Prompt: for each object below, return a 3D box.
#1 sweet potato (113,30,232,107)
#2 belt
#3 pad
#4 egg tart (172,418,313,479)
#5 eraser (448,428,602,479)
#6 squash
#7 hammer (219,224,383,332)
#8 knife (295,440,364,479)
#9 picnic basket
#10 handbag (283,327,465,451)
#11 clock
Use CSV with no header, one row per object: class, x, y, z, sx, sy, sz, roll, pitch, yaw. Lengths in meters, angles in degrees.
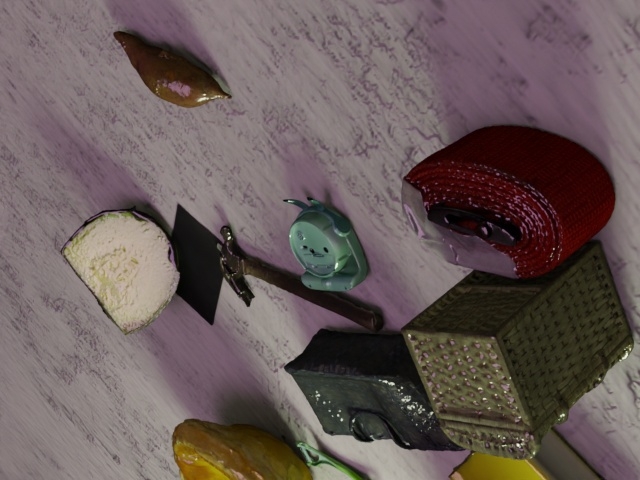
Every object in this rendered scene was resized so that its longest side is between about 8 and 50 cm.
sweet potato,-0.217,-0.227,1.439,0.226,0.068,0.068,32,138,29
belt,0.180,-0.037,1.093,0.201,0.124,0.128,15,126,41
pad,-0.194,0.041,1.669,0.116,0.004,0.193,41,142,20
egg tart,-0.105,0.397,1.737,0.319,0.128,0.319,35,145,29
eraser,0.273,0.322,1.310,0.226,0.069,0.158,46,140,13
squash,-0.291,0.029,1.726,0.184,0.085,0.192,-38,90,25
hammer,-0.032,0.066,1.489,0.297,0.027,0.125,19,130,38
knife,0.033,0.351,1.634,0.166,0.022,0.078,24,157,35
picnic basket,0.210,0.112,1.112,0.134,0.196,0.154,-2,116,48
handbag,0.070,0.208,1.446,0.270,0.088,0.175,-2,125,46
clock,0.000,0.000,1.388,0.101,0.041,0.135,-1,116,48
